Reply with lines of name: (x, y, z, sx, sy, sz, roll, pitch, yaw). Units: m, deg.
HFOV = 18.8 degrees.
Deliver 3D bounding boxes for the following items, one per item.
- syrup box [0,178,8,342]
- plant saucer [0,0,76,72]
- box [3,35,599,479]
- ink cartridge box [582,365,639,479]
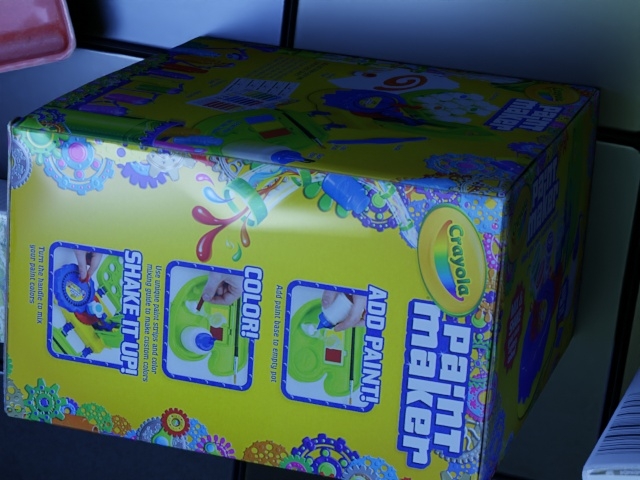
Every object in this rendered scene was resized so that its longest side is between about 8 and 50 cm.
syrup box: (-0.225, 0.012, 1.331, 0.237, 0.096, 0.093, 8, 105, 16)
plant saucer: (-0.301, -0.231, 1.315, 0.258, 0.048, 0.259, -9, 101, 20)
box: (0.000, 0.000, 1.152, 0.279, 0.290, 0.177, 9, 107, 16)
ink cartridge box: (0.219, 0.227, 1.127, 0.071, 0.324, 0.330, 1, 105, 18)
